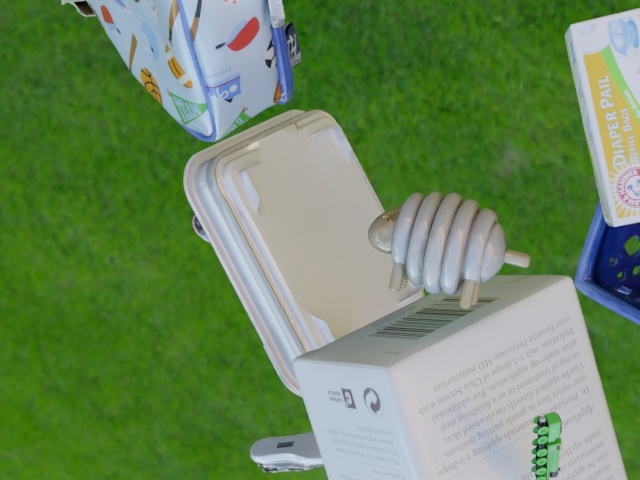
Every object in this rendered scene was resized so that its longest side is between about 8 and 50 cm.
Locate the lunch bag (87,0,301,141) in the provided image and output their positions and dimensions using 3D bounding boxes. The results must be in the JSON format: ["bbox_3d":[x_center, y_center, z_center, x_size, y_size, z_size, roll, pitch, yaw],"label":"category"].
[{"bbox_3d":[-0.133,-0.243,1.139,0.303,0.115,0.243,46,158,36],"label":"lunch bag"}]

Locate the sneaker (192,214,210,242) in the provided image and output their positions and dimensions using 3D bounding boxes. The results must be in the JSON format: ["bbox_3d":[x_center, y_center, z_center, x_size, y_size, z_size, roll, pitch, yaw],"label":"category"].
[{"bbox_3d":[-0.144,-0.047,1.893,0.047,0.119,0.057,34,129,-15],"label":"sneaker"}]

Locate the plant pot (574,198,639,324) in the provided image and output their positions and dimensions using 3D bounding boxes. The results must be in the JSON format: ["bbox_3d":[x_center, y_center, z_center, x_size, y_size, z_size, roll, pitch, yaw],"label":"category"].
[{"bbox_3d":[0.526,0.005,1.822,0.212,0.236,0.236,6,107,-34],"label":"plant pot"}]

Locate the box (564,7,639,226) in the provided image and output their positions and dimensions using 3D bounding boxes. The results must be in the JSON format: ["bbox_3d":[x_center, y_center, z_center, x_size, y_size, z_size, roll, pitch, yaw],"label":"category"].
[{"bbox_3d":[0.317,-0.122,1.306,0.114,0.103,0.203,-13,91,8],"label":"box"}]

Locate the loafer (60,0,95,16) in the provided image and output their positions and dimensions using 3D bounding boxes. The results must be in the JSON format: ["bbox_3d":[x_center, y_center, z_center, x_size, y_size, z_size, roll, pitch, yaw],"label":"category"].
[{"bbox_3d":[-0.272,-0.310,1.549,0.102,0.268,0.092,-34,99,0],"label":"loafer"}]

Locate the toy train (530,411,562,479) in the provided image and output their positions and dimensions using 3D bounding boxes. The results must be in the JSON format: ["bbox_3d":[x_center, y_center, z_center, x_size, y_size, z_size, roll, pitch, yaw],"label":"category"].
[{"bbox_3d":[0.188,0.172,1.100,0.023,0.017,0.083,-13,134,-6],"label":"toy train"}]

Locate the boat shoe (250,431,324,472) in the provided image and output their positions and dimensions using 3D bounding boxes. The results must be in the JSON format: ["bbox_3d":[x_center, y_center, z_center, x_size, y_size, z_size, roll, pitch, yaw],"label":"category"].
[{"bbox_3d":[-0.026,0.281,1.736,0.142,0.049,0.040,-6,126,33],"label":"boat shoe"}]

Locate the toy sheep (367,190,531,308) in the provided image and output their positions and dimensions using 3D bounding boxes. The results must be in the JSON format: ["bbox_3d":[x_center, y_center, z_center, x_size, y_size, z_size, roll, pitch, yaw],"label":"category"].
[{"bbox_3d":[0.102,0.005,1.055,0.132,0.091,0.091,13,142,10],"label":"toy sheep"}]

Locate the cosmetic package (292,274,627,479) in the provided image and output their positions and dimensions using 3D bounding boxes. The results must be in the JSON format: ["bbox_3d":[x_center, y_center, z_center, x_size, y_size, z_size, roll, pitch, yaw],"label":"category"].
[{"bbox_3d":[0.165,0.280,1.240,0.161,0.230,0.453,-2,107,57],"label":"cosmetic package"}]

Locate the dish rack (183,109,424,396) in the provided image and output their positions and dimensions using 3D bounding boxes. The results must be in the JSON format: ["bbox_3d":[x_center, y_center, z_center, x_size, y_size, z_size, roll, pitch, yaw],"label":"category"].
[{"bbox_3d":[0.000,0.000,1.654,0.072,0.285,0.333,-26,93,43],"label":"dish rack"}]
